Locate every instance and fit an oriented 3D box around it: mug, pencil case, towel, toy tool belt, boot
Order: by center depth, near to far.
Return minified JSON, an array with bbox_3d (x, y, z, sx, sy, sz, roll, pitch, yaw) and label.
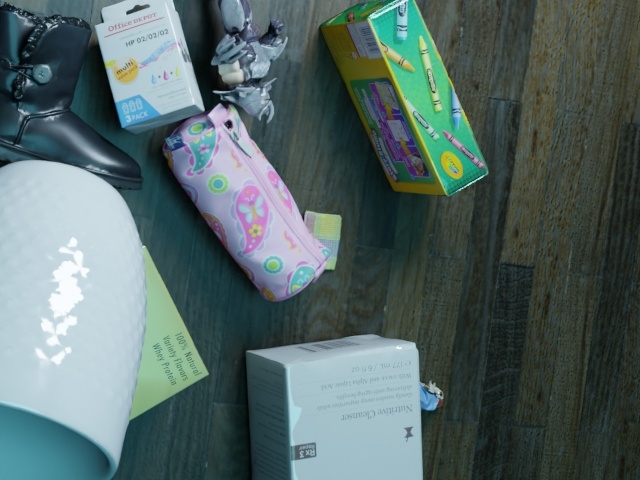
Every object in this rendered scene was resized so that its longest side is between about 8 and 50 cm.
[{"bbox_3d":[-0.383,0.081,1.617,0.374,0.276,0.328,7,60,3],"label":"mug"},{"bbox_3d":[-0.328,-0.187,1.844,0.246,0.094,0.207,15,91,-18],"label":"boot"},{"bbox_3d":[-0.101,-0.054,1.940,0.124,0.124,0.284,-38,108,-17],"label":"pencil case"},{"bbox_3d":[0.000,0.000,2.049,0.060,0.009,0.083,4,93,-25],"label":"towel"},{"bbox_3d":[0.156,0.235,2.111,0.083,0.051,0.052,24,84,-24],"label":"toy tool belt"}]

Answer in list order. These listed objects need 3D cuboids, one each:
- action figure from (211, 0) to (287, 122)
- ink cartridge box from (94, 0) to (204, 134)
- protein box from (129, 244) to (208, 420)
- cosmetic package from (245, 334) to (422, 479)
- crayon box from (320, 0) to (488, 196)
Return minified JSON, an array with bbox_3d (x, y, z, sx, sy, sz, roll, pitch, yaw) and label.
[{"bbox_3d":[-0.109,-0.296,1.901,0.099,0.185,0.285,-14,96,8],"label":"action figure"},{"bbox_3d":[-0.230,-0.244,1.857,0.104,0.061,0.181,-17,82,7],"label":"ink cartridge box"},{"bbox_3d":[-0.294,0.133,1.861,0.201,0.136,0.200,-30,104,-19],"label":"protein box"},{"bbox_3d":[0.023,0.340,2.004,0.217,0.156,0.385,-7,96,-25],"label":"cosmetic package"},{"bbox_3d":[0.117,-0.202,2.001,0.081,0.165,0.278,-31,106,-19],"label":"crayon box"}]
